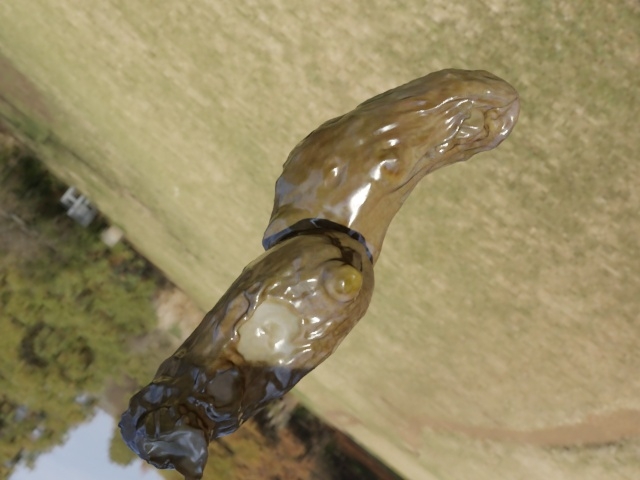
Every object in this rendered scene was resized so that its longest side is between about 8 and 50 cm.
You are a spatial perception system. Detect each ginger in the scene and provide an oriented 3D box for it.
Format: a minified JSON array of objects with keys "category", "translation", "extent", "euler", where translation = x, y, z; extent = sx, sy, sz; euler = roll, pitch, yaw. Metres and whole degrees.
[{"category":"ginger","translation":[-0.002,0.002,0.550],"extent":[0.084,0.290,0.122],"euler":[42,159,-6]}]
